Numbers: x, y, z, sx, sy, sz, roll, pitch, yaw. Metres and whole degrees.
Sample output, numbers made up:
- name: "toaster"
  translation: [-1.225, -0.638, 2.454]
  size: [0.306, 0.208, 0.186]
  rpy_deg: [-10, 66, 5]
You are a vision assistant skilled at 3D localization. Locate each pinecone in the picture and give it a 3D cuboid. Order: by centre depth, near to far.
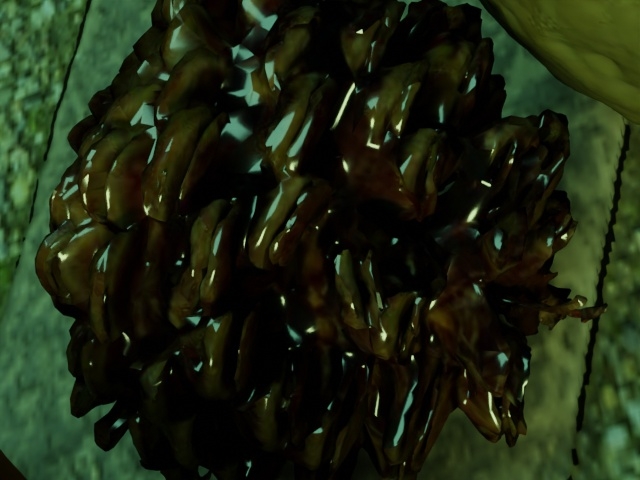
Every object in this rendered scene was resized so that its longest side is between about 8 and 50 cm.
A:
- name: "pinecone"
  translation: [0.000, 0.000, 0.693]
  size: [0.221, 0.221, 0.221]
  rpy_deg: [-13, 56, 20]

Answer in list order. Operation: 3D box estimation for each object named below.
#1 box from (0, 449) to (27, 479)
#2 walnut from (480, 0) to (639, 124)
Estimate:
- name: "box"
  translation: [-0.136, 0.171, 0.634]
  size: [0.143, 0.225, 0.341]
  rpy_deg: [-43, 52, -5]
- name: "walnut"
  translation: [0.146, -0.156, 0.661]
  size: [0.283, 0.283, 0.227]
  rpy_deg: [12, 84, 33]
